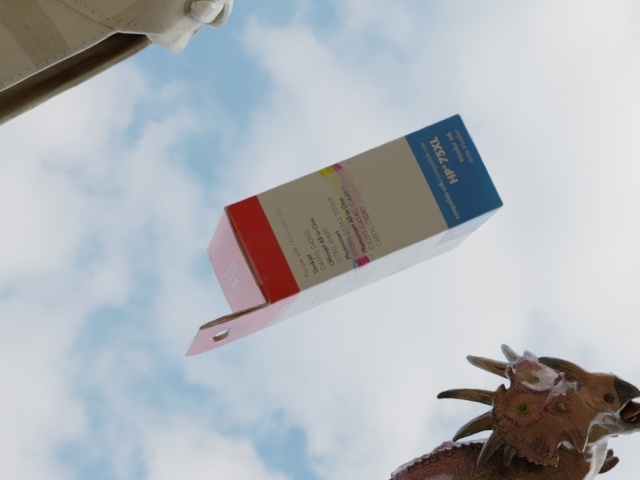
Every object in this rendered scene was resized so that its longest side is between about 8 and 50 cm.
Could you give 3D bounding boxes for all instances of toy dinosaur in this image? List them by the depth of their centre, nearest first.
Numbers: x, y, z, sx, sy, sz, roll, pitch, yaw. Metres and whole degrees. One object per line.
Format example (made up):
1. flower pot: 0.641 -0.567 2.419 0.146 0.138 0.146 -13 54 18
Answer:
1. toy dinosaur: 0.123 0.188 1.049 0.296 0.127 0.200 -33 -57 11

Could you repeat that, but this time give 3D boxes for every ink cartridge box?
1. ink cartridge box: 0.000 0.000 0.982 0.231 0.134 0.078 -22 -99 -15

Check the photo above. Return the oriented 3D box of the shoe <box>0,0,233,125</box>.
1. shoe: -0.070 -0.070 0.414 0.219 0.076 0.058 -20 -94 12
